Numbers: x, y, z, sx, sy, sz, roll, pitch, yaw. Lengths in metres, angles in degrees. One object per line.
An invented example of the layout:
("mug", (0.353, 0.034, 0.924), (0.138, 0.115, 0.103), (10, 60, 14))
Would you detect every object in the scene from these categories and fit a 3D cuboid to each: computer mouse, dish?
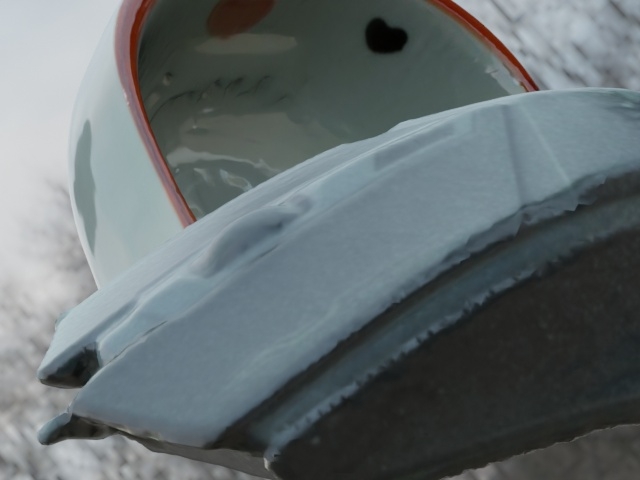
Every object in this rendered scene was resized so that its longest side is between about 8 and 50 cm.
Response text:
("computer mouse", (0.031, 0.003, 0.514), (0.231, 0.071, 0.126), (-14, 19, -21))
("dish", (0.000, 0.000, 0.851), (0.256, 0.256, 0.117), (-33, -10, -49))
